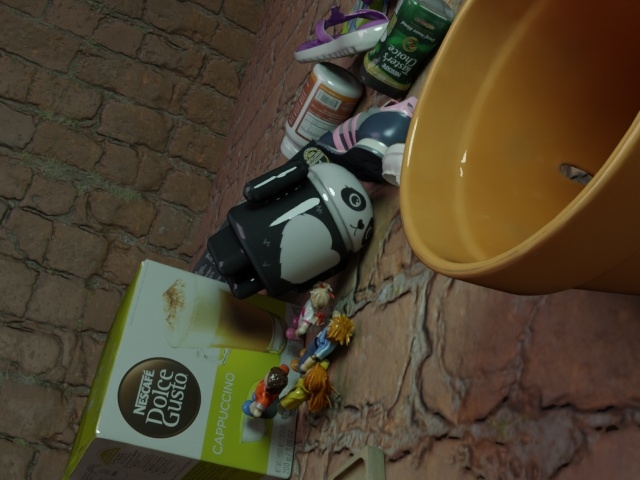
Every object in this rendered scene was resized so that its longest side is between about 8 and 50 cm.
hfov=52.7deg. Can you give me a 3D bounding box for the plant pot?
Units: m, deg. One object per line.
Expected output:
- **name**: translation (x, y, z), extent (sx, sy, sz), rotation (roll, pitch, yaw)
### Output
- **plant pot**: translation (0.219, -0.082, 0.472), extent (0.291, 0.203, 0.291), rotation (-56, 23, 38)

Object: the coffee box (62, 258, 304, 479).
- **coffee box**: translation (-0.257, 0.298, 1.230), extent (0.338, 0.334, 0.338), rotation (-50, 27, 47)

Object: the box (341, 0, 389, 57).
- **box**: translation (0.103, -0.523, 1.516), extent (0.178, 0.042, 0.109), rotation (143, 142, -60)

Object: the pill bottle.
- **pill bottle**: translation (-0.004, -0.276, 1.439), extent (0.216, 0.121, 0.121), rotation (-57, 22, 33)

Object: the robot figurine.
- **robot figurine**: translation (-0.045, -0.014, 1.083), extent (0.278, 0.174, 0.209), rotation (-29, -10, -6)

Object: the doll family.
- **doll family**: translation (-0.011, 0.189, 1.042), extent (0.263, 0.118, 0.163), rotation (-61, 3, -37)

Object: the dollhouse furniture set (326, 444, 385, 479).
- **dollhouse furniture set**: translation (0.006, 0.328, 0.785), extent (0.144, 0.123, 0.151), rotation (-53, 25, 41)

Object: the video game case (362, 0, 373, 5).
- **video game case**: translation (0.162, -0.601, 1.317), extent (0.210, 0.041, 0.232), rotation (-58, 10, 4)

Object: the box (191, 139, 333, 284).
- **box**: translation (-0.145, -0.005, 1.412), extent (0.318, 0.097, 0.395), rotation (-50, 1, -42)

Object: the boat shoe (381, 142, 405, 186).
- **boat shoe**: translation (0.143, -0.065, 0.839), extent (0.096, 0.098, 0.277), rotation (-69, 19, 1)

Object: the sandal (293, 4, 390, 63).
- **sandal**: translation (0.062, -0.439, 1.341), extent (0.416, 0.169, 0.102), rotation (25, 130, 63)

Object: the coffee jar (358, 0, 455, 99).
- **coffee jar**: translation (0.144, -0.335, 1.119), extent (0.184, 0.096, 0.079), rotation (-54, 21, 41)

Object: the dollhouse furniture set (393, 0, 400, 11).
- **dollhouse furniture set**: translation (0.190, -0.488, 1.260), extent (0.152, 0.058, 0.076), rotation (102, 166, -50)

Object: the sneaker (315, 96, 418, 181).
- **sneaker**: translation (0.091, -0.181, 1.137), extent (0.131, 0.112, 0.319), rotation (-54, 21, -4)
